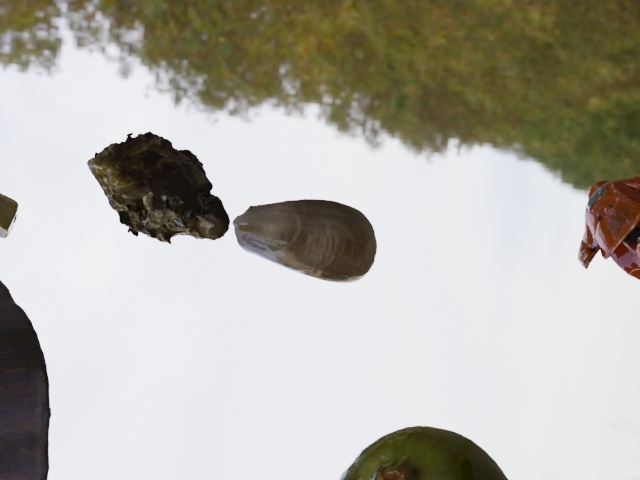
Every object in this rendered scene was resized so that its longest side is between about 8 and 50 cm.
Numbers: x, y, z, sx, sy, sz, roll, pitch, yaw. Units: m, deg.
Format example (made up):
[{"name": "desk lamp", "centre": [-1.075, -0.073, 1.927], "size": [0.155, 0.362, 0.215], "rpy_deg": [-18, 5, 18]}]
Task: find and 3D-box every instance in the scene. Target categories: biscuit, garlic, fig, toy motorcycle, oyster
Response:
[{"name": "biscuit", "centre": [-0.537, -0.068, 2.021], "size": [0.056, 0.188, 0.052], "rpy_deg": [-65, 1, -28]}, {"name": "garlic", "centre": [0.005, 0.000, 1.491], "size": [0.195, 0.101, 0.087], "rpy_deg": [11, -92, -49]}, {"name": "fig", "centre": [0.145, 0.404, 1.747], "size": [0.258, 0.258, 0.326], "rpy_deg": [-59, -42, -46]}, {"name": "toy motorcycle", "centre": [0.429, 0.033, 1.604], "size": [0.148, 0.326, 0.221], "rpy_deg": [-51, -21, 14]}, {"name": "oyster", "centre": [-0.139, -0.050, 1.192], "size": [0.148, 0.051, 0.103], "rpy_deg": [-3, -106, -45]}]

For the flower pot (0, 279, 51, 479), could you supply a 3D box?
[{"name": "flower pot", "centre": [-0.385, 0.161, 1.121], "size": [0.243, 0.265, 0.265], "rpy_deg": [-1, -78, -40]}]
